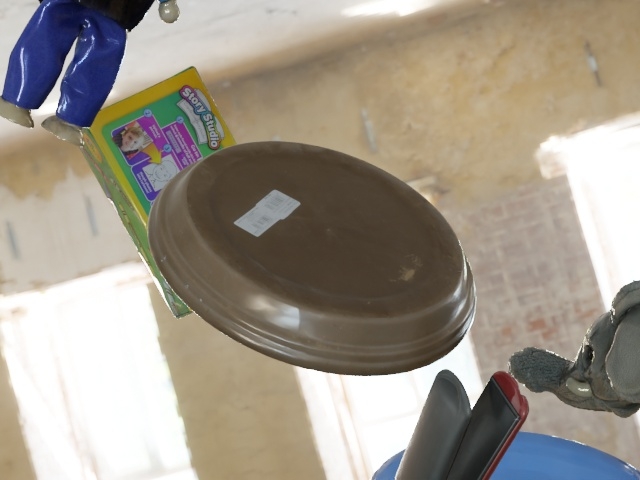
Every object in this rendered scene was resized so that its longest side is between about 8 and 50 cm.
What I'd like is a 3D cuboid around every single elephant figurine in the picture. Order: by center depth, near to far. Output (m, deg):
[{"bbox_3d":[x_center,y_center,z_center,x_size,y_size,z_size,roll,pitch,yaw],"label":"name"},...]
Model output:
[{"bbox_3d":[0.285,0.104,0.893,0.186,0.239,0.169,-31,143,-7],"label":"elephant figurine"}]

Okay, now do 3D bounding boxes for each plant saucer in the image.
[{"bbox_3d":[0.000,0.000,0.884,0.278,0.278,0.041,-13,136,-38],"label":"plant saucer"}]

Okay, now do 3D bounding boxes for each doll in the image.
[{"bbox_3d":[-0.154,-0.162,0.714,0.129,0.189,0.046,20,-172,-33],"label":"doll"}]

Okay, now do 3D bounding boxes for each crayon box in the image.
[{"bbox_3d":[-0.174,-0.062,1.395,0.165,0.278,0.081,-30,-177,-25],"label":"crayon box"}]

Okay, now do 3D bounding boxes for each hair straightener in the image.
[{"bbox_3d":[0.038,0.169,0.671,0.089,0.047,0.230,8,126,-28],"label":"hair straightener"}]

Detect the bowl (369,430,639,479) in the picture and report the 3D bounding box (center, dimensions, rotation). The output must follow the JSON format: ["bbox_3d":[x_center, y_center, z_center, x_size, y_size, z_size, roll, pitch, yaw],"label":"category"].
[{"bbox_3d":[0.243,0.384,1.380,0.391,0.391,0.077,-17,-142,28],"label":"bowl"}]
